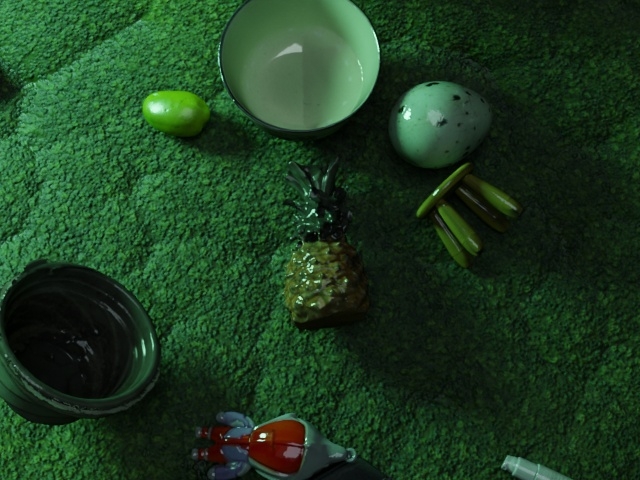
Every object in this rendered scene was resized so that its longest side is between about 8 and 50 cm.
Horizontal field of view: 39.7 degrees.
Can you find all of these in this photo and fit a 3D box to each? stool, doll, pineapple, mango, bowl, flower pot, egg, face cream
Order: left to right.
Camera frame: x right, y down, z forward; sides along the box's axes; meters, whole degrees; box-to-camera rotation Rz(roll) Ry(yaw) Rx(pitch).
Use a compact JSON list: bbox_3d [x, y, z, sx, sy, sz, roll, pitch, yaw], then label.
[{"bbox_3d":[-0.343,0.155,1.177,0.140,0.235,0.235,-44,75,33],"label":"flower pot"},{"bbox_3d":[-0.221,-0.195,1.347,0.108,0.056,0.073,17,70,17],"label":"mango"},{"bbox_3d":[-0.062,0.282,1.200,0.228,0.075,0.102,0,64,9],"label":"doll"},{"bbox_3d":[-0.029,-0.248,1.324,0.238,0.126,0.237,0,74,0],"label":"bowl"},{"bbox_3d":[0.000,0.000,1.262,0.128,0.128,0.248,-6,70,-2],"label":"pineapple"},{"bbox_3d":[0.179,-0.170,1.311,0.164,0.131,0.131,-7,73,-27],"label":"egg"},{"bbox_3d":[0.213,-0.038,1.276,0.110,0.135,0.134,48,124,9],"label":"stool"},{"bbox_3d":[0.310,0.328,1.211,0.130,0.034,0.034,24,75,5],"label":"face cream"}]

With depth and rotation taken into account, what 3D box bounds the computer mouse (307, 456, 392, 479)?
[{"bbox_3d":[-0.001,0.375,1.176,0.231,0.071,0.126,-24,76,-8],"label":"computer mouse"}]
